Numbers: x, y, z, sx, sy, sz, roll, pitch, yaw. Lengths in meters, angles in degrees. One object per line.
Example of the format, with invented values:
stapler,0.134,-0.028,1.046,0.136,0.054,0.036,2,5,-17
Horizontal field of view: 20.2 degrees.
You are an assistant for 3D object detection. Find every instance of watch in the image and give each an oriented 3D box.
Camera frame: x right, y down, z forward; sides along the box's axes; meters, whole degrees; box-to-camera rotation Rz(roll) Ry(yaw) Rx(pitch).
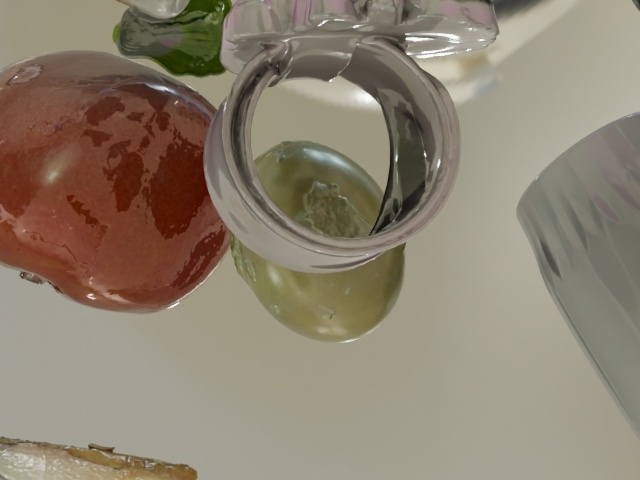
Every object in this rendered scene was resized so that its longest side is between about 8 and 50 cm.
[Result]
watch,0.032,-0.096,1.508,0.244,0.196,0.231,-2,-102,-14

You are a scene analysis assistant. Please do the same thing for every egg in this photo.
egg,-0.001,0.000,1.719,0.201,0.164,0.164,63,-156,0

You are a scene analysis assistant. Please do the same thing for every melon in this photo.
melon,-0.200,0.188,1.473,0.182,0.098,0.054,13,-109,-15

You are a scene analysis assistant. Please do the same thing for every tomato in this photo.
tomato,-0.250,-0.079,2.005,0.341,0.272,0.341,27,-169,-5

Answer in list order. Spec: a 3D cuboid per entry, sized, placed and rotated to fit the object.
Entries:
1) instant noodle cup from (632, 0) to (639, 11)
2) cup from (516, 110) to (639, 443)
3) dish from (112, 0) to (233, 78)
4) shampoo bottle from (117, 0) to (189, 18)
instant noodle cup,0.320,-0.248,1.012,0.284,0.312,0.284,31,-133,-41
cup,0.388,0.064,1.899,0.253,0.253,0.371,8,-134,-59
dish,-0.148,-0.212,1.890,0.039,0.137,0.091,42,-127,-75
shampoo bottle,-0.203,-0.262,1.595,0.192,0.074,0.074,24,-157,7
